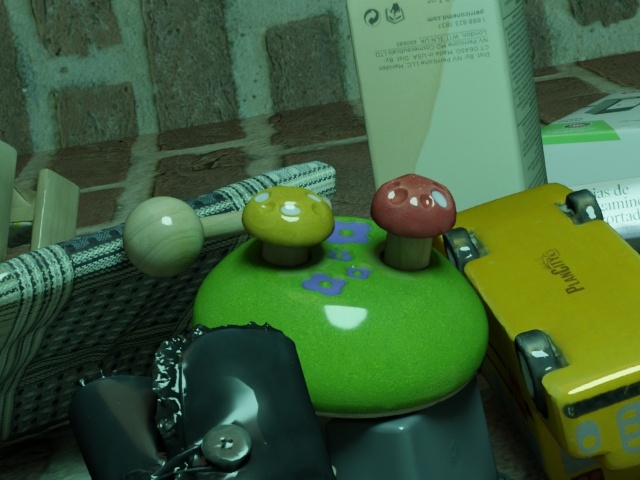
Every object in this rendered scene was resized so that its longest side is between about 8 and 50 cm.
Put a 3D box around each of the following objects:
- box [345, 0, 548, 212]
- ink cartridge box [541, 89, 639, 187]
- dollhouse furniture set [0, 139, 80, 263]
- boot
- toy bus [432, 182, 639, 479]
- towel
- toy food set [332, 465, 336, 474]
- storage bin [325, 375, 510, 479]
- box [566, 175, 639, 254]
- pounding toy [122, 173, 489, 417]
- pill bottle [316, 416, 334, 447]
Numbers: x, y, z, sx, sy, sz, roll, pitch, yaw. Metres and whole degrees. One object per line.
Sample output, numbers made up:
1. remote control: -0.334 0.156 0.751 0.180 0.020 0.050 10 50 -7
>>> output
1. box: 0.115 -0.061 1.305 0.121 0.311 0.148 -6 12 16
2. ink cartridge box: 0.367 -0.093 1.736 0.198 0.115 0.273 -2 14 31
3. dollhouse furniture set: -0.515 0.020 1.695 0.362 0.257 0.394 -3 -18 23
4. boot: 0.004 0.123 0.820 0.246 0.094 0.207 -15 51 -6
5. toy bus: 0.161 0.060 1.053 0.108 0.130 0.333 -17 22 -4
6. towel: -0.166 0.074 1.186 0.312 0.056 0.324 -20 -18 -33
7. toy food set: -0.055 0.145 0.972 0.132 0.038 0.192 -52 14 2
8. storage bin: 0.050 0.135 0.973 0.098 0.091 0.135 -2 13 30
9. box: 0.365 -0.032 1.532 0.323 0.063 0.067 -8 -20 7
10. pounding toy: 0.000 0.000 0.980 0.183 0.110 0.237 -15 34 -32
11. pill bottle: 0.024 0.084 1.156 0.121 0.121 0.216 -9 11 0
